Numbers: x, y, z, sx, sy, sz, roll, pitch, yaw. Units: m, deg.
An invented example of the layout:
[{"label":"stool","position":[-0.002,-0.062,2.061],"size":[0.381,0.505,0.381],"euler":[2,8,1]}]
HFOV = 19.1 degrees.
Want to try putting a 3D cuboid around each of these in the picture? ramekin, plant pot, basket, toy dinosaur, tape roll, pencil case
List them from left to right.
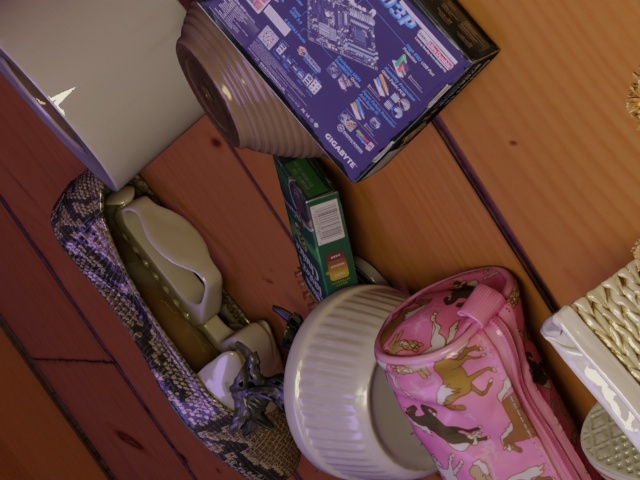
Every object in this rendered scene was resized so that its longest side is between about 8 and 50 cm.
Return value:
[{"label":"tape roll","position":[-0.232,-0.196,2.008],"size":[0.246,0.169,0.246],"euler":[47,172,9]},{"label":"plant pot","position":[-0.061,-0.162,1.799],"size":[0.237,0.110,0.237],"euler":[55,169,16]},{"label":"toy dinosaur","position":[0.025,0.165,2.215],"size":[0.218,0.164,0.322],"euler":[13,110,38]},{"label":"ramekin","position":[0.074,0.150,1.960],"size":[0.109,0.207,0.207],"euler":[5,130,49]},{"label":"pencil case","position":[0.195,0.212,1.863],"size":[0.386,0.167,0.160],"euler":[59,-160,-18]},{"label":"basket","position":[0.275,0.100,1.563],"size":[0.167,0.103,0.113],"euler":[51,175,7]}]

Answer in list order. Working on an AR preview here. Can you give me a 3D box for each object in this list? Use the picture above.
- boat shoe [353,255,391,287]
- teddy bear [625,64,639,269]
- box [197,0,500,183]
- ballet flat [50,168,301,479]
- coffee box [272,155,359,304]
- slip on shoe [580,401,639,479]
[{"label":"boat shoe","position":[0.067,0.082,2.075],"size":[0.142,0.040,0.049],"euler":[53,159,-3]},{"label":"teddy bear","position":[0.308,0.021,1.388],"size":[0.245,0.113,0.338],"euler":[37,154,40]},{"label":"box","position":[0.019,-0.184,1.623],"size":[0.220,0.051,0.175],"euler":[49,127,6]},{"label":"ballet flat","position":[-0.164,0.098,2.457],"size":[0.483,0.164,0.182],"euler":[53,139,3]},{"label":"coffee box","position":[0.000,0.000,2.017],"size":[0.113,0.040,0.184],"euler":[-123,16,-51]},{"label":"slip on shoe","position":[0.363,0.218,1.610],"size":[0.101,0.123,0.331],"euler":[39,170,-38]}]
